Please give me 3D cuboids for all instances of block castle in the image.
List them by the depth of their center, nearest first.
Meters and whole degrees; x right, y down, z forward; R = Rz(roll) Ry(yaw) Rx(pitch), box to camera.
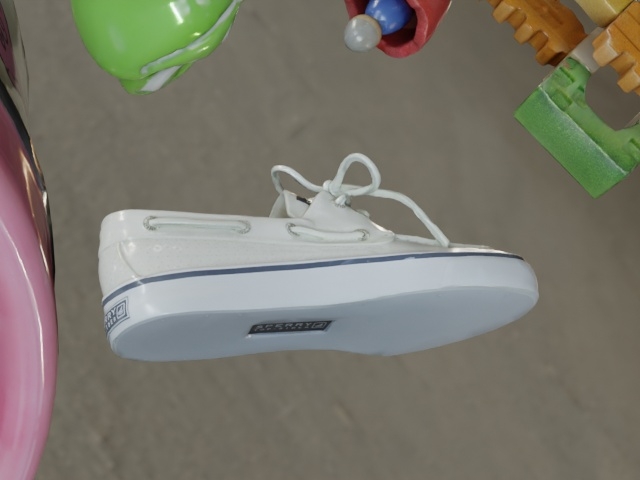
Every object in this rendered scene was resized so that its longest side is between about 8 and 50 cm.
[{"bbox_3d":[0.251,-0.122,1.550,0.453,0.303,0.213,46,56,0],"label":"block castle"}]

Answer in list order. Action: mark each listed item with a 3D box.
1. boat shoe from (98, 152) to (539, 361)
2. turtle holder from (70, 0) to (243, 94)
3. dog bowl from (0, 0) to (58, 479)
[{"bbox_3d":[-0.004,0.004,1.557,0.367,0.136,0.156,-3,65,-21],"label":"boat shoe"},{"bbox_3d":[-0.069,-0.243,0.867,0.320,0.243,0.227,51,-21,24],"label":"turtle holder"},{"bbox_3d":[-0.260,0.029,0.585,0.408,0.408,0.150,36,13,-45],"label":"dog bowl"}]
